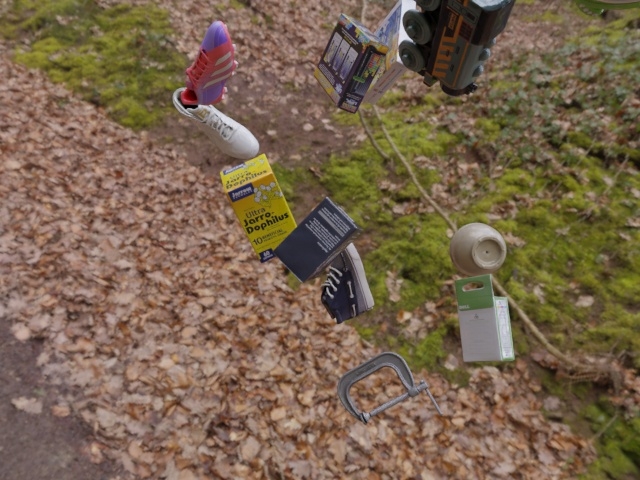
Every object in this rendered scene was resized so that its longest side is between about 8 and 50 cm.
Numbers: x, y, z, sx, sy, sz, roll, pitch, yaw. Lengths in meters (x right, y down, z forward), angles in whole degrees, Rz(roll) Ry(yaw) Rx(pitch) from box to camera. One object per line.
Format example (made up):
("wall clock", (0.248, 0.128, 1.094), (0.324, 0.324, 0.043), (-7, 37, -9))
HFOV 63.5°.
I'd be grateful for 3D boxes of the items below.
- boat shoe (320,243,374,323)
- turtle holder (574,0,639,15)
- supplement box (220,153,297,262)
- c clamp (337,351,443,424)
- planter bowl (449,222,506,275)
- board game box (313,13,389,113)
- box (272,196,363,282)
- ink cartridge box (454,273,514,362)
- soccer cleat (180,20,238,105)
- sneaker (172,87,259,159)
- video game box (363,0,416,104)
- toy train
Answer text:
("boat shoe", (0.063, 0.133, 1.774), (0.127, 0.158, 0.340), (28, -36, 62))
("turtle holder", (0.427, -0.481, 0.750), (0.321, 0.243, 0.227), (24, 19, 20))
("supplement box", (-0.228, -0.124, 2.042), (0.195, 0.194, 0.356), (-117, -177, -55))
("c clamp", (0.114, 0.274, 0.921), (0.137, 0.161, 0.022), (67, 11, 13))
("planter bowl", (0.469, 0.031, 1.499), (0.162, 0.162, 0.109), (34, 2, -5))
("board game box", (0.056, -0.356, 1.035), (0.048, 0.141, 0.170), (11, 34, -28))
("box", (0.000, 0.000, 1.089), (0.093, 0.158, 0.156), (46, 7, 7))
("ink cartridge box", (0.406, 0.195, 1.285), (0.062, 0.209, 0.109), (5, -15, -39))
("soccer cleat", (-0.234, -0.352, 1.064), (0.082, 0.095, 0.248), (67, -22, 6))
("sneaker", (-0.333, -0.361, 1.605), (0.293, 0.108, 0.169), (36, 4, 11))
("video game box", (0.175, -0.488, 1.341), (0.048, 0.205, 0.187), (14, -21, -17))
("toy train", (0.272, -0.432, 1.058), (0.190, 0.142, 0.334), (45, -15, 17))
